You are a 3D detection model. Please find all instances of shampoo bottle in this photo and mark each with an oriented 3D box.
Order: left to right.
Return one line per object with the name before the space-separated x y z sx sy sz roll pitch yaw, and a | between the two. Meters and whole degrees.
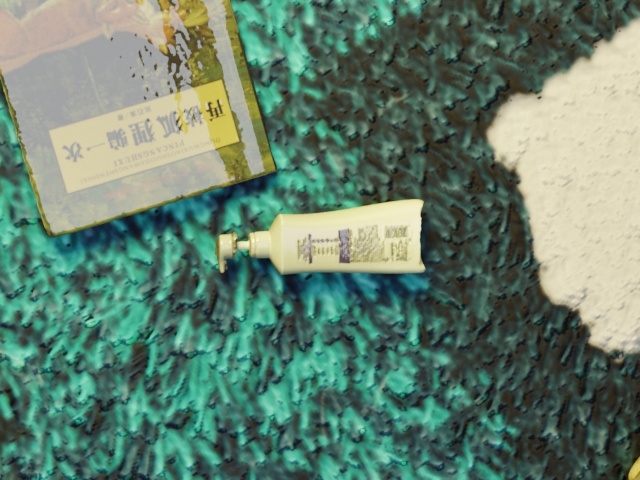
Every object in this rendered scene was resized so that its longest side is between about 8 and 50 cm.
shampoo bottle | 0.000 0.000 1.253 0.141 0.034 0.049 -3 104 -9

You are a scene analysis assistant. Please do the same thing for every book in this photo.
book | -0.133 -0.132 1.220 0.160 0.024 0.228 -17 98 -10

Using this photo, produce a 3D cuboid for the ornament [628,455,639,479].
ornament | 0.290 0.227 1.308 0.201 0.059 0.180 32 114 1
